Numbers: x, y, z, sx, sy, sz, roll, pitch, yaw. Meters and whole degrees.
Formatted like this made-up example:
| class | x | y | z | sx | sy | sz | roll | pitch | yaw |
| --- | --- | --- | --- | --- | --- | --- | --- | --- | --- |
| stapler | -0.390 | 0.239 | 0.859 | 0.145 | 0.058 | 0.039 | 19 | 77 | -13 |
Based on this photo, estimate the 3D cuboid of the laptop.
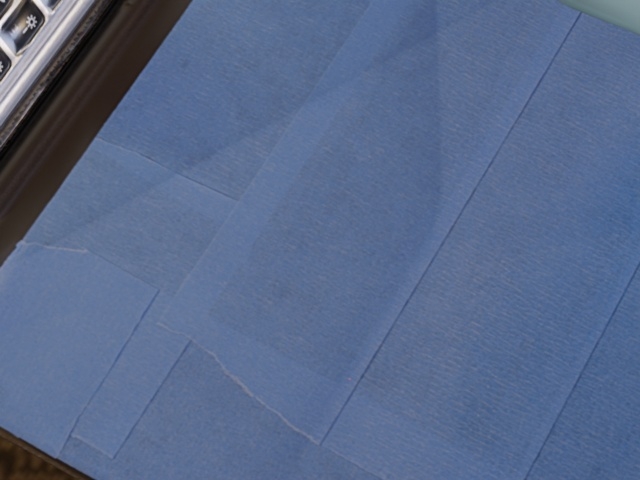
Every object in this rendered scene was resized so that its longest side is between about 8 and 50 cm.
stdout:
| class | x | y | z | sx | sy | sz | roll | pitch | yaw |
| --- | --- | --- | --- | --- | --- | --- | --- | --- | --- |
| laptop | -0.002 | -0.133 | 0.574 | 0.236 | 0.382 | 0.408 | 8 | 146 | 41 |

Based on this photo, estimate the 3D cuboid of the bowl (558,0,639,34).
| class | x | y | z | sx | sy | sz | roll | pitch | yaw |
| --- | --- | --- | --- | --- | --- | --- | --- | --- | --- |
| bowl | 0.210 | -0.133 | 0.457 | 0.163 | 0.311 | 0.311 | 43 | 112 | 19 |
